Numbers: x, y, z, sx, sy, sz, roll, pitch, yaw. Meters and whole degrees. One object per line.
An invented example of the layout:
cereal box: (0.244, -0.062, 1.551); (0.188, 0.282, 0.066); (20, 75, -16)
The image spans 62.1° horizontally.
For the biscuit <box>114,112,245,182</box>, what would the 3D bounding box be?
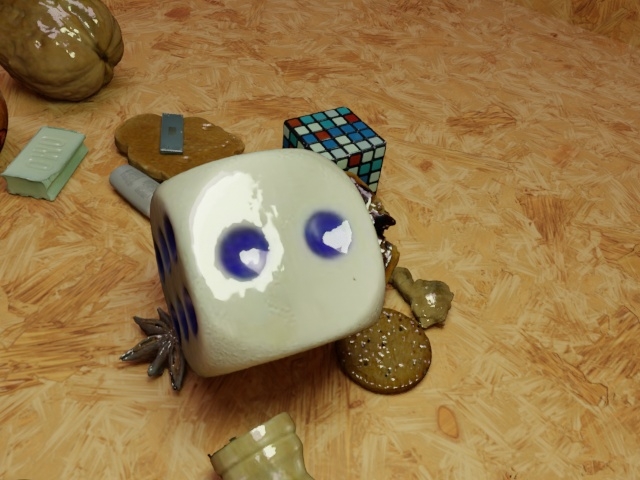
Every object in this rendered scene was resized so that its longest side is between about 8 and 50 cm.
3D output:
biscuit: (-0.343, -0.226, 1.348); (0.375, 0.051, 0.269); (24, 45, 15)

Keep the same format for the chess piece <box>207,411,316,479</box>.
chess piece: (-0.037, 0.408, 0.749); (0.137, 0.137, 0.301); (-20, 65, -25)

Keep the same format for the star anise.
star anise: (-0.259, 0.176, 0.963); (0.182, 0.065, 0.195); (9, 57, 3)

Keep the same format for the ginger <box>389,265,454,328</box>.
ginger: (0.213, 0.103, 1.103); (0.096, 0.067, 0.165); (-29, 54, -5)

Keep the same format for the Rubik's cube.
Rubik's cube: (0.024, -0.184, 1.273); (0.182, 0.187, 0.184); (-20, 50, -25)

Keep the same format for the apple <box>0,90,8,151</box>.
apple: (-0.851, -0.251, 1.179); (0.277, 0.250, 0.309); (4, 22, 16)

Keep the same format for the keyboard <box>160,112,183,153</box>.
keyboard: (-0.375, -0.273, 1.346); (0.055, 0.014, 0.176); (-1, 43, -14)

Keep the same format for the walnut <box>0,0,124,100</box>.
walnut: (-0.723, -0.542, 1.439); (0.343, 0.306, 0.306); (17, 46, 17)

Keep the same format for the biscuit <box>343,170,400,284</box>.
biscuit: (0.003, -0.003, 1.097); (0.334, 0.081, 0.289); (41, 87, 18)

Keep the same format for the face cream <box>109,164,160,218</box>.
face cream: (-0.396, -0.103, 1.219); (0.198, 0.057, 0.084); (35, 52, 21)

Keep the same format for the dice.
dice: (-0.093, 0.037, 0.872); (0.304, 0.277, 0.304); (-13, 81, -25)

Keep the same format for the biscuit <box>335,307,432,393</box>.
biscuit: (0.120, 0.206, 1.018); (0.187, 0.027, 0.188); (4, 45, -4)

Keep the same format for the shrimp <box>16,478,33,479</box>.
shrimp: (-0.447, 0.410, 0.732); (0.095, 0.045, 0.162); (40, 45, 0)

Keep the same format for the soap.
soap: (-0.644, -0.185, 1.253); (0.114, 0.063, 0.198); (9, 46, -2)
